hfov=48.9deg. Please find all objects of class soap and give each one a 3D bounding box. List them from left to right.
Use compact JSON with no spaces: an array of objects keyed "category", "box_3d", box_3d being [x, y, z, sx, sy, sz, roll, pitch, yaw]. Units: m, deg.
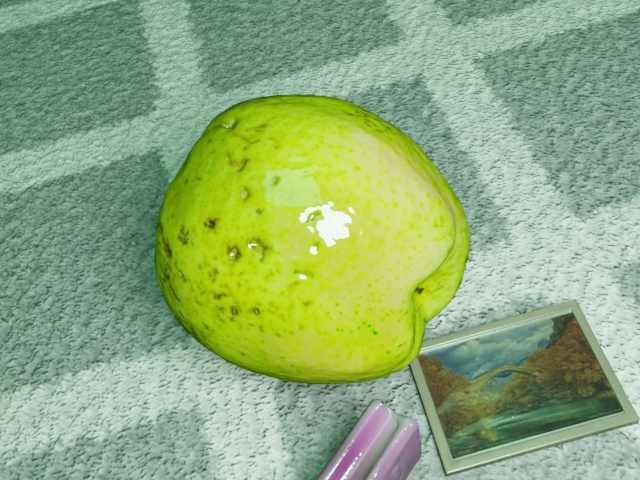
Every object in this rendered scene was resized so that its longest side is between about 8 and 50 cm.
[{"category":"soap","box_3d":[0.036,0.293,0.805,0.065,0.122,0.203,28,64,27]}]

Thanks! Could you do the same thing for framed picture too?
[{"category":"framed picture","box_3d":[0.253,0.185,0.912,0.249,0.016,0.184,-14,54,-1]}]

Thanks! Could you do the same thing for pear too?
[{"category":"pear","box_3d":[0.000,0.000,0.888,0.390,0.391,0.391,-5,53,6]}]
